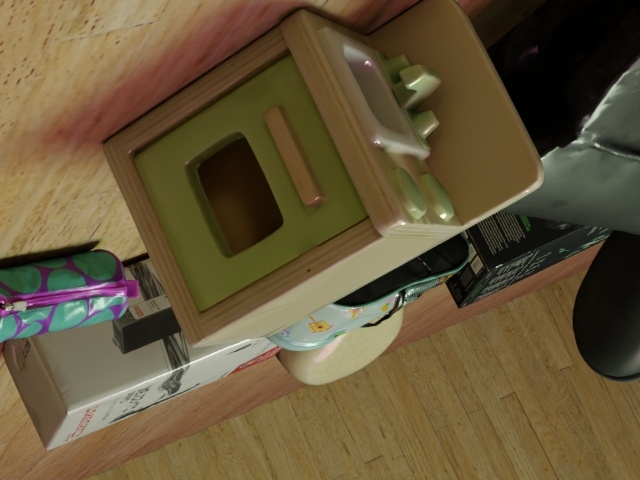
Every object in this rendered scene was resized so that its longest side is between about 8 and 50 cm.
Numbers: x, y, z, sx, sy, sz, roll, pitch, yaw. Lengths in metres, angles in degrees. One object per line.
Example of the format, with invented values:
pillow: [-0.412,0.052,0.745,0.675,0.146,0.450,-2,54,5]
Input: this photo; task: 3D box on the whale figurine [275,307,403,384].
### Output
whale figurine: [0.025,0.047,1.427,0.216,0.141,0.272,-17,142,-39]

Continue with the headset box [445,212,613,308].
headset box: [0.284,-0.049,1.468,0.283,0.131,0.246,-24,169,-6]

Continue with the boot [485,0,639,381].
boot: [0.251,-0.024,1.027,0.445,0.146,0.367,6,126,-49]

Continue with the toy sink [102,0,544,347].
toy sink: [0.001,-0.051,0.768,0.234,0.153,0.131,-29,168,21]

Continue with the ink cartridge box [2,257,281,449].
ink cartridge box: [-0.160,0.093,1.171,0.272,0.114,0.197,-20,168,-24]

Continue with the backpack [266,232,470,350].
backpack: [0.000,0.000,0.951,0.144,0.166,0.188,-38,170,39]

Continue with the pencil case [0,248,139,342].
pencil case: [-0.223,0.047,0.944,0.070,0.065,0.151,-2,-174,37]
